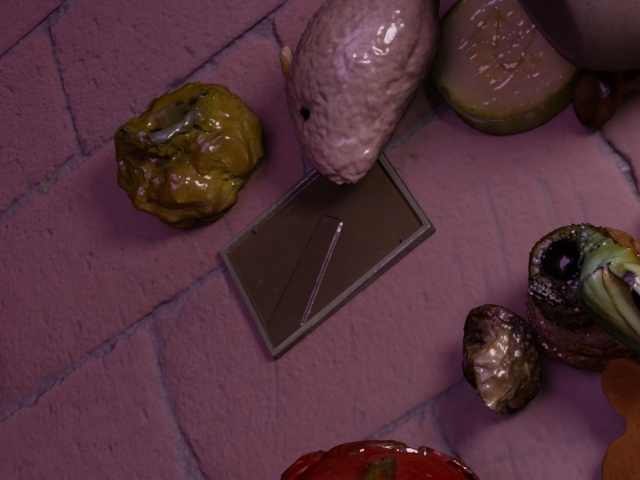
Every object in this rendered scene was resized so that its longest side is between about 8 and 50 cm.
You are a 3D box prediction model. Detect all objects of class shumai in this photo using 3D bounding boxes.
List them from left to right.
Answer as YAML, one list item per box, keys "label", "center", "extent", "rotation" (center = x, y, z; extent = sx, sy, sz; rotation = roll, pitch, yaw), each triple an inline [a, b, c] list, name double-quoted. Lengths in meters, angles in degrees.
- label: "shumai"
  center: [0.214, 0.150, 1.264]
  extent: [0.123, 0.105, 0.139]
  rotation: [12, 92, 49]

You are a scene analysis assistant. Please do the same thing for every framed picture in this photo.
- label: "framed picture"
  center: [0.000, 0.000, 1.546]
  extent: [0.324, 0.020, 0.240]
  rotation: [-41, 53, 13]

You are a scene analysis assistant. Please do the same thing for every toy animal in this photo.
- label: "toy animal"
  center: [0.057, -0.275, 1.493]
  extent: [0.358, 0.188, 0.226]
  rotation: [-59, 39, 5]

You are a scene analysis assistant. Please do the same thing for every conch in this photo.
- label: "conch"
  center: [0.339, 0.065, 1.087]
  extent: [0.079, 0.095, 0.201]
  rotation: [-33, 60, -20]

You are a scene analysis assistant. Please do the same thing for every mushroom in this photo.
- label: "mushroom"
  center: [0.392, -0.216, 1.342]
  extent: [0.129, 0.073, 0.088]
  rotation: [-39, 20, 10]

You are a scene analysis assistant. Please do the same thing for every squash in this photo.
- label: "squash"
  center: [0.284, -0.280, 1.456]
  extent: [0.252, 0.049, 0.252]
  rotation: [-13, 63, 28]

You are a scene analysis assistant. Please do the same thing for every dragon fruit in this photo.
- label: "dragon fruit"
  center: [0.076, 0.371, 1.176]
  extent: [0.342, 0.277, 0.278]
  rotation: [-8, 65, 45]

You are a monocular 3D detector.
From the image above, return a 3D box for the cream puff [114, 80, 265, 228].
- label: "cream puff"
  center: [-0.239, -0.160, 1.674]
  extent: [0.281, 0.185, 0.282]
  rotation: [-11, 68, 30]

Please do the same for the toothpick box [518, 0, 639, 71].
- label: "toothpick box"
  center: [0.424, -0.447, 1.202]
  extent: [0.425, 0.409, 0.409]
  rotation: [-32, 55, 6]

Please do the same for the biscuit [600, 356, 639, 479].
- label: "biscuit"
  center: [0.412, 0.184, 1.101]
  extent: [0.216, 0.047, 0.340]
  rotation: [37, 121, 47]

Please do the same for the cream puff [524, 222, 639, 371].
- label: "cream puff"
  center: [0.318, 0.058, 1.211]
  extent: [0.183, 0.169, 0.183]
  rotation: [-13, 64, 28]
